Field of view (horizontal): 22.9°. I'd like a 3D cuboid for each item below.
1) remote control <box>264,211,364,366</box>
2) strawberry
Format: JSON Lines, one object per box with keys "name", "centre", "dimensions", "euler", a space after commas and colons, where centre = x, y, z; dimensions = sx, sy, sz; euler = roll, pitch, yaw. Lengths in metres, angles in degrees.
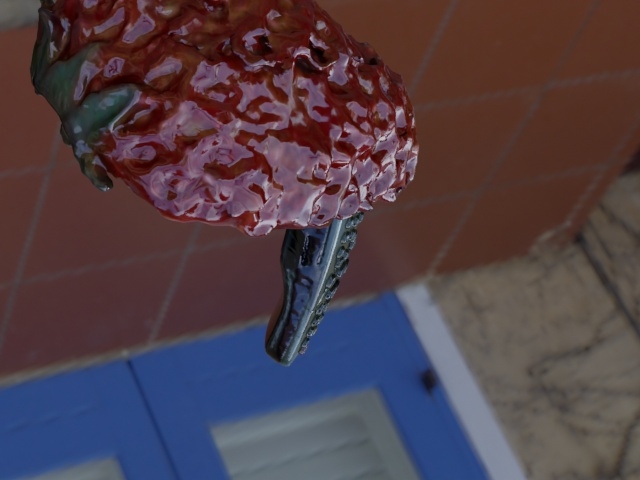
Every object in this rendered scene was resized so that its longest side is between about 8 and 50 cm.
{"name": "remote control", "centre": [0.000, 0.000, 1.035], "dimensions": [0.222, 0.042, 0.072], "euler": [106, 11, -47]}
{"name": "strawberry", "centre": [-0.030, -0.094, 0.823], "dimensions": [0.236, 0.190, 0.111], "euler": [1, 125, -41]}
